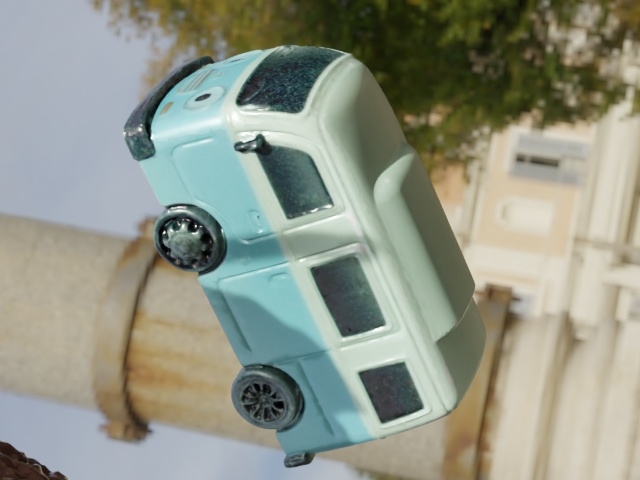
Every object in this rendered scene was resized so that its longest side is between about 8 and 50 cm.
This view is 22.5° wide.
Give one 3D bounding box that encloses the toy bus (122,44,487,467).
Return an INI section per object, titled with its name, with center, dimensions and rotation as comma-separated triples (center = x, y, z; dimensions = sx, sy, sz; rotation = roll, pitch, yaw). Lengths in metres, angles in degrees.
[toy bus]
center = 0.000, 0.000, 1.079
dimensions = 0.271, 0.164, 0.133
rotation = 65, -151, -20

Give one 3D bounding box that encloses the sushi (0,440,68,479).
[sushi]
center = -0.266, 0.182, 0.908
dimensions = 0.171, 0.270, 0.236
rotation = 26, -93, -53
